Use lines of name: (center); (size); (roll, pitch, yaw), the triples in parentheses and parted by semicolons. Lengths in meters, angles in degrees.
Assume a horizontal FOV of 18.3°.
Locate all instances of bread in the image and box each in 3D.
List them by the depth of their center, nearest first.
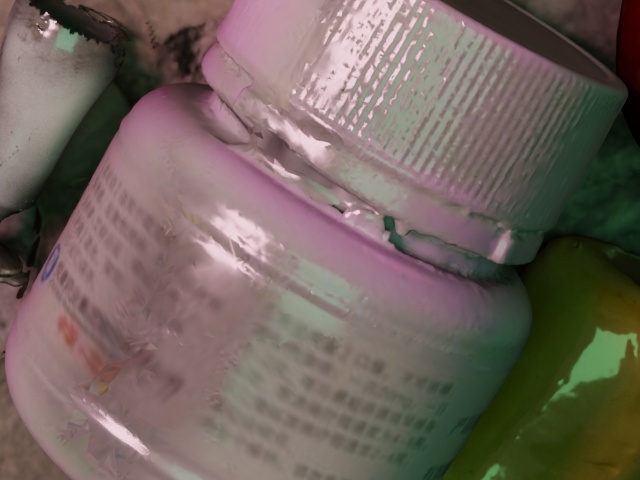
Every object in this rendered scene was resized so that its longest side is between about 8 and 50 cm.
bread: (0.151, 0.089, 1.155); (0.134, 0.085, 0.173); (30, 103, -11)

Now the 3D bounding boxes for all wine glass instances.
wine glass: (-0.166, -0.058, 1.110); (0.072, 0.072, 0.155); (24, 104, -9)

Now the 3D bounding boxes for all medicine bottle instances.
medicine bottle: (0.000, 0.000, 1.042); (0.241, 0.241, 0.302); (28, 103, -10)

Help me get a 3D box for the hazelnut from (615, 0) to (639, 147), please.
hazelnut: (0.276, -0.116, 1.038); (0.217, 0.217, 0.251); (31, 89, -11)
